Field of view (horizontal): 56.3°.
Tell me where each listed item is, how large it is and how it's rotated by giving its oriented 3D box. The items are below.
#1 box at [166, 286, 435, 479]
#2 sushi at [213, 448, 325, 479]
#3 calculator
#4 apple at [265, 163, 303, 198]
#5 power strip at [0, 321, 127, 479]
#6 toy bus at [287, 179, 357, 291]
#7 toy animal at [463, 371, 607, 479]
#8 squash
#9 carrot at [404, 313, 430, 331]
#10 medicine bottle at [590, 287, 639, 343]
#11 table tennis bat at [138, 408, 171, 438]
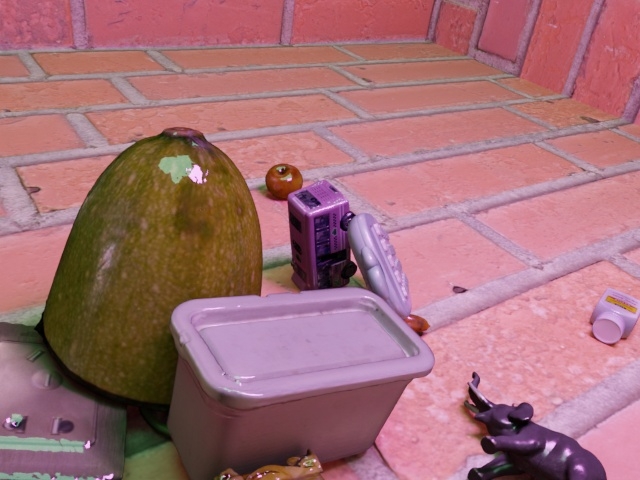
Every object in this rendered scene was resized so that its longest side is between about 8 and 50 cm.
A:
[{"bbox_3d":[-0.037,0.184,0.743,0.312,0.182,0.175,0,30,-36],"label":"box"},{"bbox_3d":[-0.095,0.314,0.603,0.291,0.139,0.131,-15,47,-37],"label":"sushi"},{"bbox_3d":[0.099,0.042,0.981,0.042,0.184,0.295,-24,-2,13],"label":"calculator"},{"bbox_3d":[-0.086,-0.138,1.399,0.089,0.074,0.089,5,33,-4],"label":"apple"},{"bbox_3d":[-0.372,0.205,0.734,0.251,0.092,0.257,16,28,-23],"label":"power strip"},{"bbox_3d":[0.000,0.000,1.085,0.108,0.199,0.096,-21,41,-23],"label":"toy bus"},{"bbox_3d":[0.263,0.279,0.810,0.137,0.082,0.269,-10,32,-34],"label":"toy animal"},{"bbox_3d":[-0.184,0.014,0.810,0.310,0.309,0.310,23,25,-12],"label":"squash"},{"bbox_3d":[0.089,0.135,1.023,0.210,0.061,0.061,9,31,-11],"label":"carrot"},{"bbox_3d":[0.555,0.145,1.130,0.074,0.055,0.118,29,37,27],"label":"medicine bottle"},{"bbox_3d":[-0.191,0.188,0.878,0.160,0.039,0.257,0,34,-23],"label":"table tennis bat"}]
